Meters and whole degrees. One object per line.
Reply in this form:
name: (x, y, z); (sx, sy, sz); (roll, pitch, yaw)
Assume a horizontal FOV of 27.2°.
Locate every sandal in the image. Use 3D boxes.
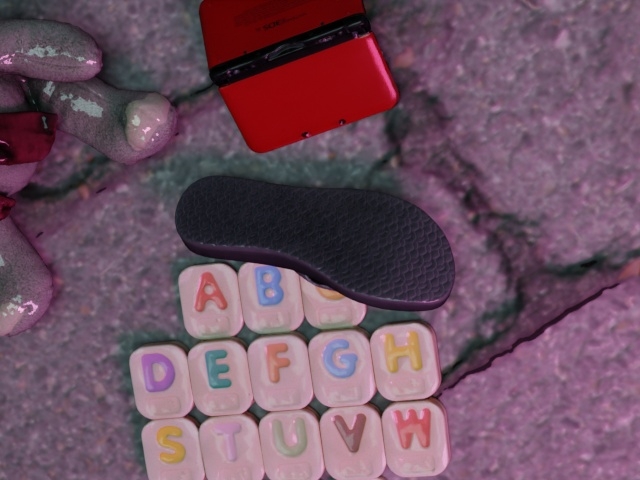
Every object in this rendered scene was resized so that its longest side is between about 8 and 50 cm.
sandal: (0.000, -0.001, 1.143); (0.255, 0.054, 0.097); (16, 68, 19)

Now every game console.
game console: (-0.019, -0.164, 1.144); (0.144, 0.085, 0.124); (-18, 63, 13)

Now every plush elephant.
plush elephant: (-0.325, -0.097, 1.093); (0.330, 0.255, 0.272); (46, 104, 2)

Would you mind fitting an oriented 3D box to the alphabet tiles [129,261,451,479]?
alphabet tiles: (-0.030, 0.152, 1.191); (0.284, 0.021, 0.277); (-6, 97, 13)
